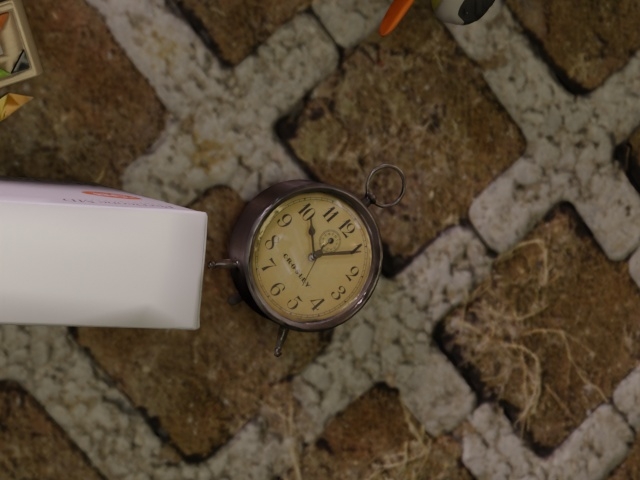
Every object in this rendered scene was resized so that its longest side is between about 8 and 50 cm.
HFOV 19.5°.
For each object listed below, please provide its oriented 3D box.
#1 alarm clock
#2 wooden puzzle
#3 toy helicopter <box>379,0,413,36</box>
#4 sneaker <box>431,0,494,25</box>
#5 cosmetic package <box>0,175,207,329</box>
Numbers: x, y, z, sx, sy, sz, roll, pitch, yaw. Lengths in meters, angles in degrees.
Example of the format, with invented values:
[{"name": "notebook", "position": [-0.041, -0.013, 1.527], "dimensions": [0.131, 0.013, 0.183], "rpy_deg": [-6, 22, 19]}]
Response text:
[{"name": "alarm clock", "position": [0.000, 0.000, 1.631], "dimensions": [0.192, 0.064, 0.129], "rpy_deg": [-39, 110, -11]}, {"name": "wooden puzzle", "position": [-0.267, -0.156, 1.523], "dimensions": [0.078, 0.014, 0.116], "rpy_deg": [-28, 107, -17]}, {"name": "toy helicopter", "position": [0.068, -0.292, 1.479], "dimensions": [0.235, 0.355, 0.140], "rpy_deg": [43, 50, -30]}, {"name": "sneaker", "position": [0.129, -0.379, 1.610], "dimensions": [0.147, 0.145, 0.384], "rpy_deg": [9, 93, -1]}, {"name": "cosmetic package", "position": [-0.308, -0.001, 1.381], "dimensions": [0.377, 0.284, 0.097], "rpy_deg": [3, 97, -24]}]
